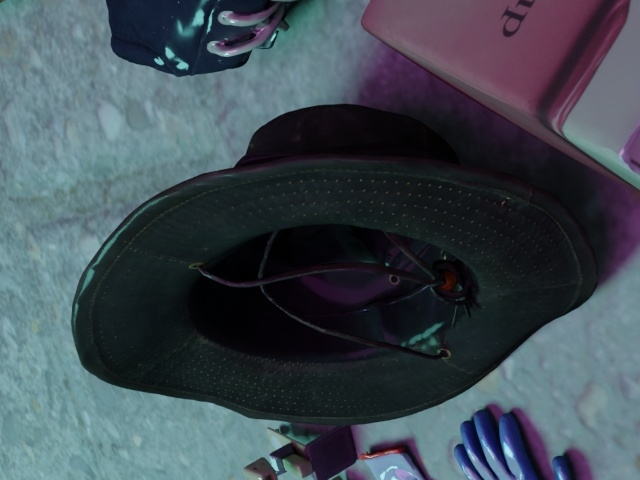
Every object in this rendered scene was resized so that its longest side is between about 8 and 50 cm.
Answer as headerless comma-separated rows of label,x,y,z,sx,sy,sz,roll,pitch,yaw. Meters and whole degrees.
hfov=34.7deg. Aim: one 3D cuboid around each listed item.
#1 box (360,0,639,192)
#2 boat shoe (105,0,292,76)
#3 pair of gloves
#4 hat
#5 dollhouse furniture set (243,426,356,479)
box,0.139,-0.103,0.431,0.148,0.127,0.232,-59,28,9
boat shoe,-0.032,-0.188,0.656,0.341,0.127,0.158,14,124,45
pair of gloves,0.116,0.210,0.760,0.198,0.023,0.159,-29,89,44
hat,0.000,0.000,0.660,0.331,0.331,0.133,-40,44,43
dollhouse furniture set,-0.023,0.212,0.848,0.081,0.091,0.114,8,118,55
